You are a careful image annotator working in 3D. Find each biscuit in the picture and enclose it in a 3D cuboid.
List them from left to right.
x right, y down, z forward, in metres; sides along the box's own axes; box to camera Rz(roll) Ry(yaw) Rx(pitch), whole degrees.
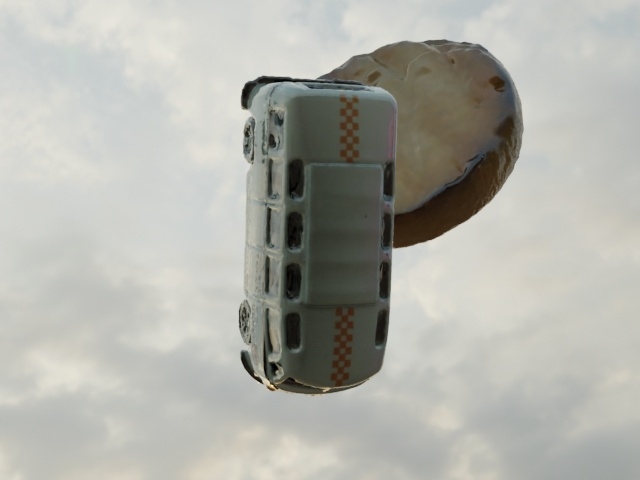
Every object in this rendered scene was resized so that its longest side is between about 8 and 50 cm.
[{"bbox_3d":[0.089,-0.109,1.023,0.296,0.296,0.102,-18,-43,14],"label":"biscuit"}]

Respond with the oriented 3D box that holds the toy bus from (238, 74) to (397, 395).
[{"bbox_3d":[0.000,0.000,0.526,0.087,0.194,0.089,0,6,-19],"label":"toy bus"}]
